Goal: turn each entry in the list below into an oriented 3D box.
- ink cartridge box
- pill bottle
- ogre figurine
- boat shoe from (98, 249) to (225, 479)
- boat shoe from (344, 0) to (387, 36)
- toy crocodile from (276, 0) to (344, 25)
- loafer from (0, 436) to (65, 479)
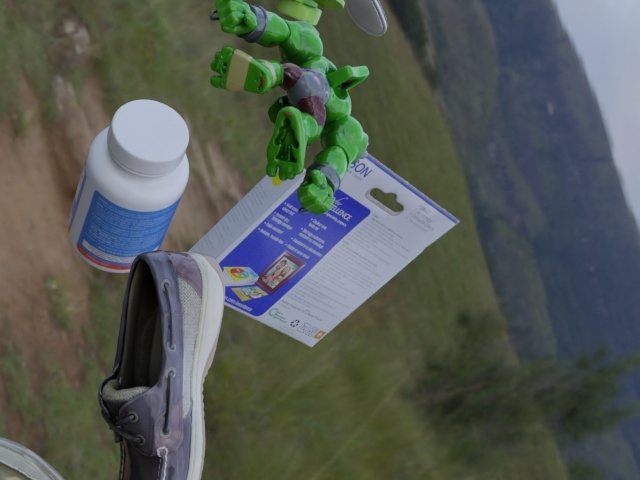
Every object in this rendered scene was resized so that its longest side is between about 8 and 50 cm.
[{"bbox_3d":[0.000,0.000,1.717,0.303,0.307,0.072,32,19,-47],"label":"ink cartridge box"},{"bbox_3d":[-0.229,-0.066,1.453,0.221,0.124,0.124,122,-41,-51],"label":"pill bottle"},{"bbox_3d":[-0.017,-0.124,1.058,0.197,0.097,0.118,49,34,14],"label":"ogre figurine"},{"bbox_3d":[-0.161,0.147,1.111,0.103,0.092,0.285,7,-95,48],"label":"boat shoe"},{"bbox_3d":[0.042,-0.298,1.406,0.125,0.046,0.038,50,47,-13],"label":"boat shoe"},{"bbox_3d":[-0.072,-0.419,1.820,0.340,0.105,0.115,35,-72,40],"label":"toy crocodile"},{"bbox_3d":[-0.265,0.275,1.118,0.268,0.102,0.092,35,2,-7],"label":"loafer"}]
